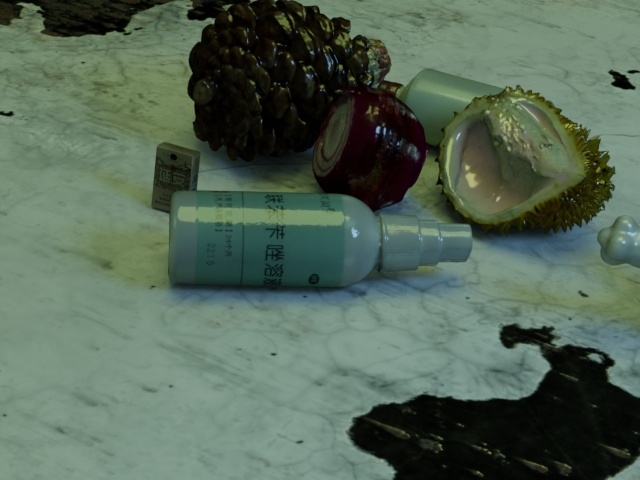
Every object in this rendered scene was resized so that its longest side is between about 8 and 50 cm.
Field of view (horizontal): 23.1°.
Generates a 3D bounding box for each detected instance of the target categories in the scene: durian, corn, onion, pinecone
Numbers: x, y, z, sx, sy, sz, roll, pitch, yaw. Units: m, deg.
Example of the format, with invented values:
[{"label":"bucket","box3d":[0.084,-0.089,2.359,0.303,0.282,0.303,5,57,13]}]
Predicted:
[{"label":"durian","box3d":[0.260,-0.088,1.987,0.138,0.183,0.249,13,23,-48]},{"label":"corn","box3d":[-0.009,-0.241,2.259,0.237,0.080,0.079,-13,35,-25]},{"label":"onion","box3d":[0.066,-0.087,1.964,0.135,0.173,0.198,8,72,-15]},{"label":"pinecone","box3d":[-0.056,-0.219,2.080,0.272,0.224,0.224,-14,35,-33]}]

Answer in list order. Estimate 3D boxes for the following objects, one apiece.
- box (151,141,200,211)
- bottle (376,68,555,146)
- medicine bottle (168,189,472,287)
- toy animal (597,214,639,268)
[{"label":"box","box3d":[-0.180,-0.076,1.949,0.053,0.083,0.024,15,26,19]},{"label":"bottle","box3d":[0.192,-0.173,2.146,0.245,0.104,0.104,17,33,20]},{"label":"medicine bottle","box3d":[0.000,0.000,1.819,0.351,0.110,0.110,2,31,-6]},{"label":"toy animal","box3d":[0.497,0.056,1.746,0.362,0.180,0.181,8,23,19]}]
